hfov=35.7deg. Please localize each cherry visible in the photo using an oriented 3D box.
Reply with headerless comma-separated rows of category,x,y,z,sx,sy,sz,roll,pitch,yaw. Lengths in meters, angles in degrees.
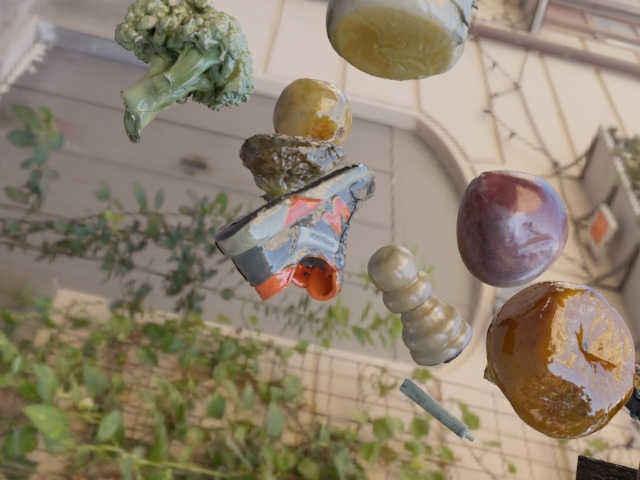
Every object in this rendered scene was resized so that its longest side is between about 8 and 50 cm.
cherry,0.419,-0.034,2.189,0.261,0.307,0.221,-42,-141,-10

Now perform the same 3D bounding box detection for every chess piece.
chess piece,0.194,0.121,2.040,0.261,0.142,0.143,58,13,-19

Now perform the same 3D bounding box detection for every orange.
orange,0.360,0.191,1.557,0.183,0.249,0.249,-30,-137,54

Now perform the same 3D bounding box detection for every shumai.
shumai,-0.056,-0.127,1.866,0.161,0.209,0.153,28,-67,48

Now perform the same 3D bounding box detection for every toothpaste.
toothpaste,0.256,0.372,2.161,0.029,0.197,0.048,-38,160,-42

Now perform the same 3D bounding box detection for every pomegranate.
pomegranate,-0.022,-0.329,2.692,0.233,0.233,0.233,-167,-90,-86

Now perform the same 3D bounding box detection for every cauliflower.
cauliflower,-0.277,-0.355,1.919,0.327,0.281,0.260,-12,-79,52

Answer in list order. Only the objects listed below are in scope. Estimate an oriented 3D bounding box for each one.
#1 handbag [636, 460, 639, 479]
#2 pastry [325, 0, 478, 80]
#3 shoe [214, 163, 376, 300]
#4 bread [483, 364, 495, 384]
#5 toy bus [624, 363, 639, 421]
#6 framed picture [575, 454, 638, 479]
handbag,0.712,0.423,1.786,0.190,0.251,0.193,-69,154,-18
pastry,0.135,-0.375,1.690,0.265,0.264,0.133,110,-5,-60
shoe,0.000,0.000,1.492,0.132,0.171,0.336,-25,-178,42
bread,0.353,0.225,1.875,0.088,0.049,0.226,-62,164,20
toy bus,0.874,0.413,2.744,0.182,0.103,0.091,-129,-144,-51
framed picture,0.680,0.624,2.180,0.014,0.255,0.339,-52,145,-49
